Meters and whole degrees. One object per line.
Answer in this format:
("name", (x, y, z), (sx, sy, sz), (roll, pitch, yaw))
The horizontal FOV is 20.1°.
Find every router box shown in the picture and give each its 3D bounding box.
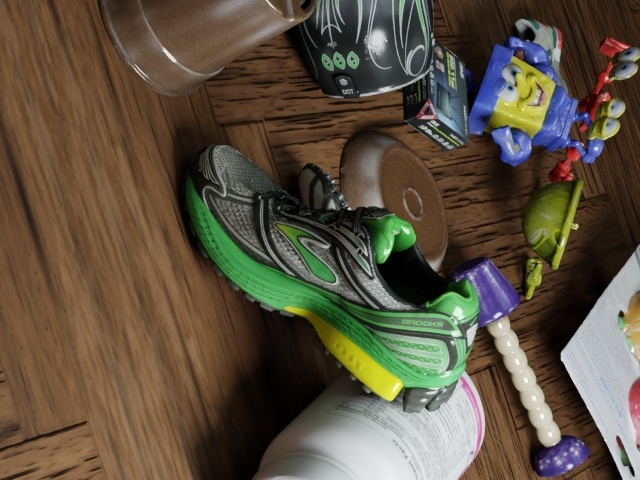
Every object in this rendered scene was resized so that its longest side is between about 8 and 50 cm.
("router box", (0.143, -0.184, 2.230), (0.092, 0.038, 0.122), (31, 48, -46))

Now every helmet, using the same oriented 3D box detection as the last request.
("helmet", (0.046, -0.253, 2.006), (0.169, 0.169, 0.161), (-42, 125, -56))

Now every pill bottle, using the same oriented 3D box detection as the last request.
("pill bottle", (0.037, 0.220, 1.730), (0.283, 0.160, 0.160), (-39, 106, -56))

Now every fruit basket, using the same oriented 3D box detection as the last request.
("fruit basket", (0.436, 0.204, 2.383), (0.353, 0.165, 0.327), (-43, 109, -46))

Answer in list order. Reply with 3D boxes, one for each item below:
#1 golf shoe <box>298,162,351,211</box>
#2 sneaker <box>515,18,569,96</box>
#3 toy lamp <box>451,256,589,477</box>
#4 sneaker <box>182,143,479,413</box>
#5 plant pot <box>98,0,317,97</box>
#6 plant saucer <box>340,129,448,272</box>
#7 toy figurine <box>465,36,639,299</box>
("golf shoe", (0.000, 0.000, 1.883), (0.077, 0.094, 0.198), (55, 6, -47))
("sneaker", (0.296, -0.236, 2.490), (0.075, 0.057, 0.161), (19, 57, -32))
("toy lamp", (0.234, 0.149, 2.150), (0.274, 0.080, 0.080), (63, 32, -10))
("sneaker", (0.016, 0.006, 1.736), (0.343, 0.146, 0.134), (36, 31, 17))
("plant pot", (-0.102, -0.244, 1.772), (0.167, 0.165, 0.167), (32, 49, -45))
("plant saucer", (0.094, -0.038, 2.080), (0.199, 0.036, 0.198), (31, 49, -45))
("toy figurine", (0.245, -0.135, 2.311), (0.217, 0.191, 0.362), (25, 59, -5))
